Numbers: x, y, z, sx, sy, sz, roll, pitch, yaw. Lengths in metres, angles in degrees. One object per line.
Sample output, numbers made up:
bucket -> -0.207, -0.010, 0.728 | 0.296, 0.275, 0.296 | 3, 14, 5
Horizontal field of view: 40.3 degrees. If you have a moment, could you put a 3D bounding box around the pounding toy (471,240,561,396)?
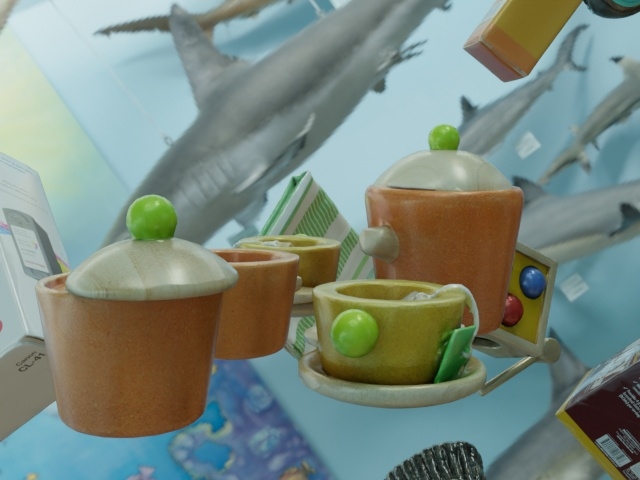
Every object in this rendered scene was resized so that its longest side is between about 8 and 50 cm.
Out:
pounding toy -> 0.242, 0.106, 1.092 | 0.094, 0.206, 0.181 | -16, 55, 57

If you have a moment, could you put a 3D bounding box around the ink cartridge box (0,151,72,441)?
ink cartridge box -> -0.408, 0.067, 1.005 | 0.226, 0.306, 0.131 | -37, -32, 13

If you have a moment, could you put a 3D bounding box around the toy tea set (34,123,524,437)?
toy tea set -> 0.000, 0.000, 0.454 | 0.200, 0.124, 0.336 | 2, 7, 15

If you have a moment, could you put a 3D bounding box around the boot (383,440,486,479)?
boot -> 0.256, 0.392, 1.238 | 0.348, 0.131, 0.260 | -12, 23, 6

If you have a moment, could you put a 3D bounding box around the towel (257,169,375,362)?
towel -> -0.004, 0.069, 1.406 | 0.325, 0.038, 0.247 | 50, -120, -44

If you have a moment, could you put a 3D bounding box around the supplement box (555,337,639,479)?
supplement box -> 0.480, 0.243, 1.220 | 0.129, 0.191, 0.194 | -32, -12, -46

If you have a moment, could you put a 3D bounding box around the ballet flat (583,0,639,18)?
ballet flat -> 0.362, -0.338, 0.877 | 0.280, 0.095, 0.096 | -44, 5, 3

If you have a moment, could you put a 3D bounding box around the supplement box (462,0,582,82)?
supplement box -> 0.277, -0.308, 1.060 | 0.233, 0.078, 0.080 | -53, 9, 0
